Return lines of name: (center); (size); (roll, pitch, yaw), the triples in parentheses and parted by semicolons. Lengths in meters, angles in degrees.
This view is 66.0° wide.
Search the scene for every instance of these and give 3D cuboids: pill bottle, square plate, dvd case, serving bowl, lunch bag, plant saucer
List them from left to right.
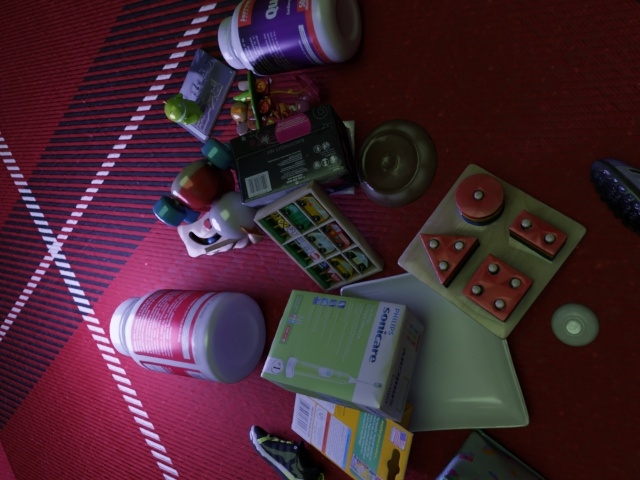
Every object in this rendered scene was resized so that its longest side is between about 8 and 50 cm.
pill bottle: (-0.370, 0.248, 1.337); (0.407, 0.229, 0.229); (-1, 92, 32)
dvd case: (-0.340, -0.415, 1.412); (0.164, 0.018, 0.221); (38, 111, 24)
pill bottle: (-0.078, -0.490, 1.150); (0.322, 0.181, 0.182); (2, 93, 31)
plant saucer: (0.160, -0.174, 1.103); (0.198, 0.036, 0.199); (1, 92, 32)
square plate: (0.234, 0.233, 1.067); (0.347, 0.049, 0.344); (-17, 84, 31)
lunch bag: (0.336, 0.521, 0.914); (0.262, 0.223, 0.160); (38, 116, 23)
serving bowl: (0.477, 0.160, 0.926); (0.083, 0.027, 0.083); (1, 92, 33)

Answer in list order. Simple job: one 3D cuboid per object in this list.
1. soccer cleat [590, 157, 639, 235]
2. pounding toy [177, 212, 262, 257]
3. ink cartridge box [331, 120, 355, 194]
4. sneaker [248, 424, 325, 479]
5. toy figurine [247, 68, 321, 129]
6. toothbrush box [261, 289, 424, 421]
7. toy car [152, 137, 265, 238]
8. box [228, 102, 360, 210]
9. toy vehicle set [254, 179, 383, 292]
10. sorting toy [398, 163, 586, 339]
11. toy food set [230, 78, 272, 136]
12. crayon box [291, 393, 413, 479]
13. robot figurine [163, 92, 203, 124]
soccer cleat: (0.598, -0.041, 0.811); (0.116, 0.108, 0.318); (-43, 67, 4)
pounding toy: (-0.281, -0.045, 1.311); (0.269, 0.155, 0.154); (-13, 88, 29)
ink cartridge box: (-0.022, -0.200, 1.218); (0.224, 0.056, 0.181); (0, 92, 13)
sneaker: (-0.082, 0.548, 1.275); (0.234, 0.084, 0.097); (37, 86, 24)
toy figurine: (-0.077, -0.327, 1.167); (0.159, 0.130, 0.173); (-8, 95, 3)
toothbrush box: (0.047, 0.233, 1.036); (0.283, 0.122, 0.206); (2, 62, 34)
toy car: (-0.226, -0.082, 1.186); (0.238, 0.210, 0.219); (43, 97, -1)
box: (-0.055, -0.175, 1.121); (0.247, 0.142, 0.163); (-17, 79, 16)
toy vehicle set: (0.000, 0.000, 1.109); (0.166, 0.035, 0.267); (-26, 122, 31)
sorting toy: (0.315, 0.008, 0.940); (0.255, 0.089, 0.257); (37, 93, 25)
toy food set: (-0.185, -0.333, 1.307); (0.132, 0.038, 0.192); (3, 94, 32)
crayon box: (0.080, 0.412, 1.103); (0.323, 0.083, 0.203); (24, 113, 41)
robot figurine: (-0.379, -0.358, 1.359); (0.067, 0.115, 0.101); (-45, 70, 26)
